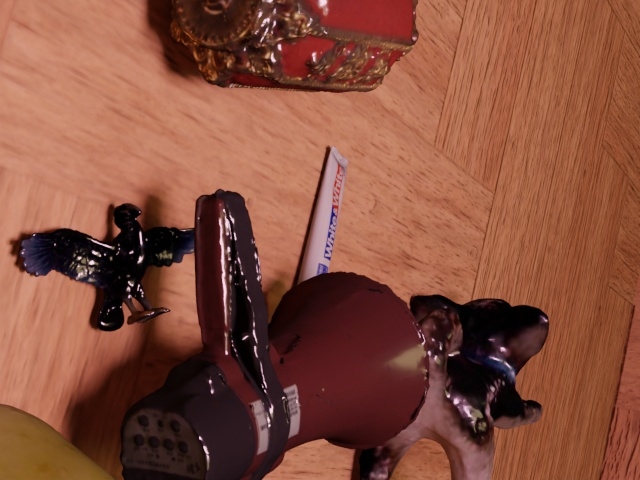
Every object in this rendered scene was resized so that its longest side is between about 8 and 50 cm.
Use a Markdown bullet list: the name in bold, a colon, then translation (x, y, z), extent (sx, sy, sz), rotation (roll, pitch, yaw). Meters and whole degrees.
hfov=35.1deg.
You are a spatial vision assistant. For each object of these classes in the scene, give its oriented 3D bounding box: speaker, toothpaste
- **speaker**: translation (-0.031, 0.105, 0.937), extent (0.329, 0.198, 0.259), rotation (-5, 120, -63)
- **toothpaste**: translation (0.000, 0.000, 1.168), extent (0.052, 0.033, 0.218), rotation (37, 62, -60)

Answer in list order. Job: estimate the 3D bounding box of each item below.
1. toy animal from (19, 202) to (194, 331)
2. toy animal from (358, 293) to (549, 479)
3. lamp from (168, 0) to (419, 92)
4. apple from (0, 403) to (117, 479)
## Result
- **toy animal**: translation (-0.171, 0.023, 0.879), extent (0.220, 0.062, 0.108), rotation (-9, 88, -56)
- **toy animal**: translation (0.198, 0.179, 1.378), extent (0.344, 0.194, 0.303), rotation (-44, 138, -52)
- **lamp**: translation (-0.018, -0.221, 0.953), extent (0.274, 0.177, 0.177), rotation (-13, 109, -57)
- **apple**: translation (-0.269, 0.342, 0.761), extent (0.320, 0.311, 0.360), rotation (40, 49, -3)
